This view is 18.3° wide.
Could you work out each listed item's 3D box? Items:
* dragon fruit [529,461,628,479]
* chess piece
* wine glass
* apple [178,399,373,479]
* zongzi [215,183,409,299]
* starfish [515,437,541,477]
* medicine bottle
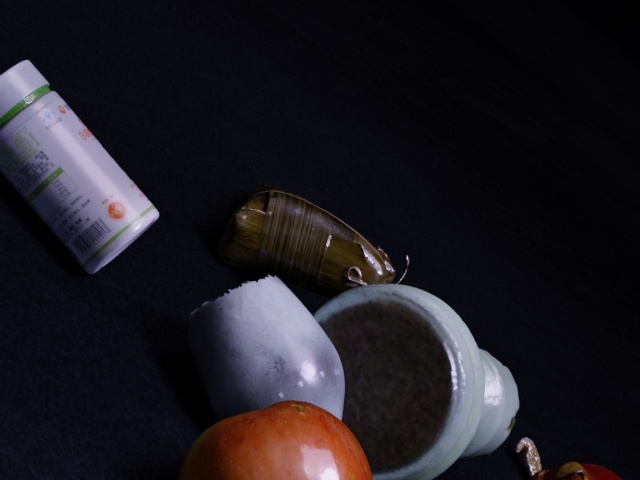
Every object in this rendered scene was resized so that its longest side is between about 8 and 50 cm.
[{"bbox_3d":[0.289,0.291,2.110,0.125,0.125,0.246,12,6,31],"label":"dragon fruit"},{"bbox_3d":[0.099,0.151,1.945,0.195,0.194,0.299,58,14,19],"label":"chess piece"},{"bbox_3d":[-0.022,0.156,1.759,0.126,0.126,0.241,4,52,-61],"label":"wine glass"},{"bbox_3d":[-0.035,0.207,1.608,0.163,0.163,0.139,4,59,-61],"label":"apple"},{"bbox_3d":[0.000,0.000,2.051,0.187,0.084,0.184,23,17,2],"label":"zongzi"},{"bbox_3d":[0.290,0.305,2.213,0.210,0.053,0.150,53,17,12],"label":"starfish"},{"bbox_3d":[-0.232,-0.064,1.759,0.183,0.086,0.086,50,22,-2],"label":"medicine bottle"}]
